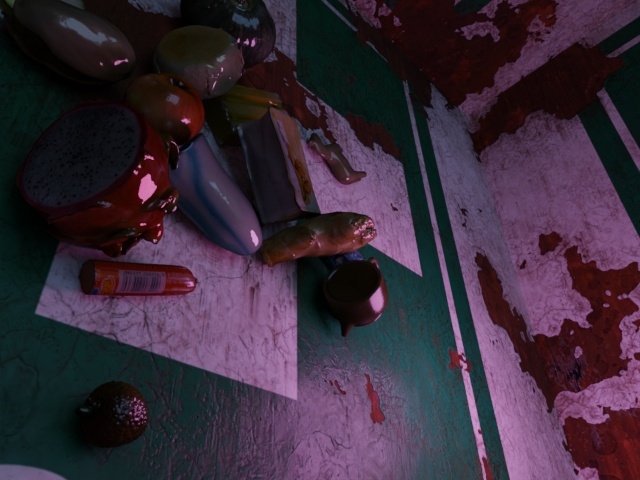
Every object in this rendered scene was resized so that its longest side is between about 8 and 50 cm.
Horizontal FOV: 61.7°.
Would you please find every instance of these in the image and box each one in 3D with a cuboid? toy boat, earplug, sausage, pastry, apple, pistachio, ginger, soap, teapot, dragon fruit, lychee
[{"bbox_3d":[0.126,0.111,1.745,0.238,0.098,0.109,48,37,-14],"label":"toy boat"},{"bbox_3d":[-0.266,-0.090,1.357,0.324,0.185,0.185,51,33,-19],"label":"earplug"},{"bbox_3d":[-0.372,0.083,1.156,0.274,0.074,0.074,6,58,-49],"label":"sausage"},{"bbox_3d":[-0.349,-0.506,1.531,0.133,0.265,0.264,88,5,-47],"label":"pastry"},{"bbox_3d":[-0.398,-0.340,1.374,0.210,0.164,0.209,28,31,-18],"label":"apple"},{"bbox_3d":[-0.575,-0.476,1.270,0.288,0.166,0.197,26,55,-38],"label":"pistachio"},{"bbox_3d":[0.019,0.003,1.553,0.376,0.236,0.165,-33,121,-46],"label":"ginger"},{"bbox_3d":[-0.225,-0.393,1.722,0.315,0.091,0.199,-9,71,-55],"label":"soap"},{"bbox_3d":[0.119,0.169,1.620,0.267,0.186,0.175,-56,144,-34],"label":"teapot"},{"bbox_3d":[-0.425,-0.109,1.095,0.225,0.306,0.305,59,19,-57],"label":"dragon fruit"},{"bbox_3d":[-0.365,0.308,0.946,0.146,0.114,0.114,50,28,-47],"label":"lychee"}]

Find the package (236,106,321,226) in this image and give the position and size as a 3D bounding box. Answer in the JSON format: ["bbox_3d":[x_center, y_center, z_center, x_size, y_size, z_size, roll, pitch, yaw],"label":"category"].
[{"bbox_3d":[-0.134,-0.204,1.571,0.221,0.165,0.310,-2,76,-72],"label":"package"}]

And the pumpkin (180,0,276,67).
[{"bbox_3d":[-0.301,-0.724,1.747,0.292,0.257,0.327,-7,75,-40],"label":"pumpkin"}]

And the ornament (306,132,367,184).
[{"bbox_3d":[0.055,-0.314,2.036,0.230,0.061,0.245,59,30,6],"label":"ornament"}]

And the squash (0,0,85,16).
[{"bbox_3d":[-0.706,-0.603,1.336,0.219,0.041,0.219,27,46,-31],"label":"squash"}]
